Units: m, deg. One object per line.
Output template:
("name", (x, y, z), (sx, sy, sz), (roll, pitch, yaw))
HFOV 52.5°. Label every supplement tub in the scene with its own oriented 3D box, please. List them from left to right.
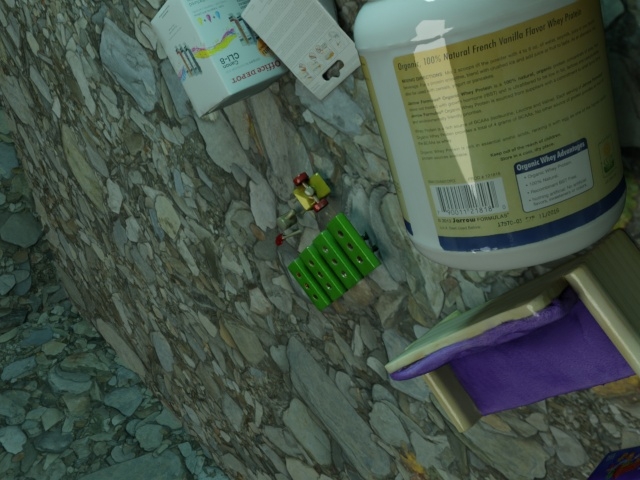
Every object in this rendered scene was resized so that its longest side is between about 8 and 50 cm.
("supplement tub", (0.163, -0.153, 0.643), (0.228, 0.228, 0.316), (9, 124, 50))

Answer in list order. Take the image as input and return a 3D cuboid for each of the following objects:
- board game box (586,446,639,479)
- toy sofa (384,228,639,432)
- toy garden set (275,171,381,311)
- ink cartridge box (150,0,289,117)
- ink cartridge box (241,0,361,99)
("board game box", (0.518, 0.401, 0.767), (0.347, 0.078, 0.233), (53, 148, 8))
("toy sofa", (0.252, 0.144, 0.822), (0.150, 0.177, 0.362), (55, 147, 6))
("toy garden set", (0.000, 0.000, 1.167), (0.204, 0.049, 0.244), (53, 148, 5))
("ink cartridge box", (-0.161, -0.312, 1.044), (0.127, 0.128, 0.176), (-12, 108, 56))
("ink cartridge box", (-0.018, -0.311, 0.952), (0.179, 0.045, 0.145), (44, 149, -11))
